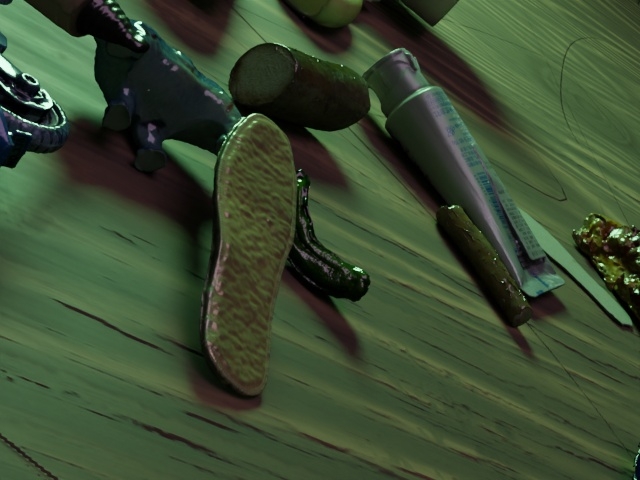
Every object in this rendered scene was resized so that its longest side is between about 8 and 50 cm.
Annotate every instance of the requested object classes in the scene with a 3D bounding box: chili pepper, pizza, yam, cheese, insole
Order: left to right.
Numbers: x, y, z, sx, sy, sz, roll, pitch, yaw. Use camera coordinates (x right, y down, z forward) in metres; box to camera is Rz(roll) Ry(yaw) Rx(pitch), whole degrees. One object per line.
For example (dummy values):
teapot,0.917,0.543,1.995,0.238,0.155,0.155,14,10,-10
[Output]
insole,-0.048,0.001,0.952,0.081,0.011,0.248,40,37,-33
yam,-0.019,-0.141,1.282,0.146,0.070,0.070,10,38,-53
chili pepper,-0.008,0.003,1.076,0.055,0.035,0.118,-19,69,-35
cheese,0.016,-0.310,1.665,0.127,0.050,0.255,45,21,10
yam,0.159,0.021,1.329,0.032,0.032,0.145,14,37,-49
insole,0.281,0.027,1.551,0.197,0.004,0.065,45,22,7
pizza,0.382,0.041,1.603,0.154,0.069,0.194,32,22,-26

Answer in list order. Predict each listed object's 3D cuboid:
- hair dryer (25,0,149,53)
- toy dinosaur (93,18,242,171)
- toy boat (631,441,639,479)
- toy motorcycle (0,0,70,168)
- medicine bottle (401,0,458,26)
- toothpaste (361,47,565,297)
hair dryer,-0.247,-0.231,0.973,0.344,0.107,0.189,40,20,11
toy dinosaur,-0.123,-0.110,1.042,0.329,0.076,0.144,45,16,-17
toy boat,0.398,0.257,1.228,0.318,0.072,0.219,29,39,-27
toy motorcycle,-0.258,-0.132,0.834,0.254,0.092,0.135,42,21,14
medicine bottle,0.068,-0.480,1.838,0.378,0.213,0.213,40,22,-5
toothpaste,0.150,-0.066,1.435,0.299,0.073,0.114,55,24,12
